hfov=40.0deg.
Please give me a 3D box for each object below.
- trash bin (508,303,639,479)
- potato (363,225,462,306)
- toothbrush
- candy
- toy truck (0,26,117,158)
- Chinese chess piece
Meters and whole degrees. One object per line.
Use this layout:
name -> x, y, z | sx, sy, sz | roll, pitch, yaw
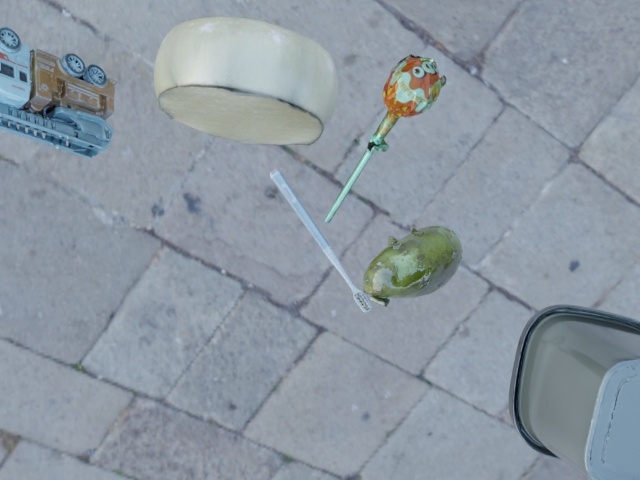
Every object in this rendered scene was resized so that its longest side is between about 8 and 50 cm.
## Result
trash bin -> 0.399, 0.218, 1.190 | 0.220, 0.250, 0.219 | 10, 94, -5
potato -> 0.140, 0.036, 1.312 | 0.225, 0.090, 0.117 | -17, 134, -53
toothbrush -> 0.000, 0.000, 1.762 | 0.025, 0.030, 0.342 | -34, 86, 2
candy -> 0.047, -0.082, 0.765 | 0.056, 0.049, 0.184 | -12, 142, -47
toy truck -> -0.571, -0.285, 1.741 | 0.133, 0.184, 0.338 | -29, 151, 34
Chinese chess piece -> -0.135, -0.281, 1.605 | 0.338, 0.338, 0.140 | 13, 80, -22
